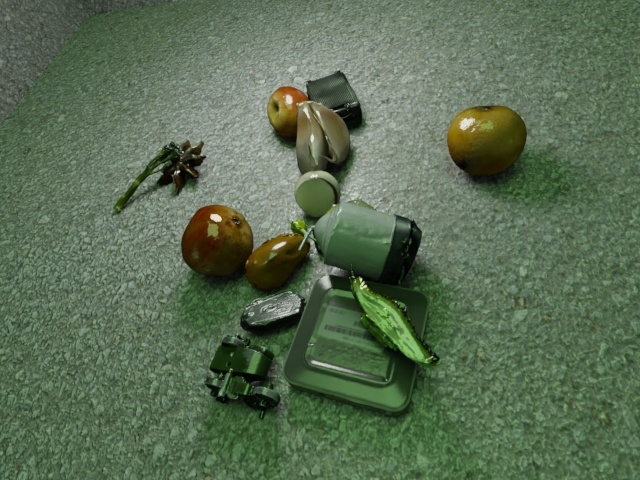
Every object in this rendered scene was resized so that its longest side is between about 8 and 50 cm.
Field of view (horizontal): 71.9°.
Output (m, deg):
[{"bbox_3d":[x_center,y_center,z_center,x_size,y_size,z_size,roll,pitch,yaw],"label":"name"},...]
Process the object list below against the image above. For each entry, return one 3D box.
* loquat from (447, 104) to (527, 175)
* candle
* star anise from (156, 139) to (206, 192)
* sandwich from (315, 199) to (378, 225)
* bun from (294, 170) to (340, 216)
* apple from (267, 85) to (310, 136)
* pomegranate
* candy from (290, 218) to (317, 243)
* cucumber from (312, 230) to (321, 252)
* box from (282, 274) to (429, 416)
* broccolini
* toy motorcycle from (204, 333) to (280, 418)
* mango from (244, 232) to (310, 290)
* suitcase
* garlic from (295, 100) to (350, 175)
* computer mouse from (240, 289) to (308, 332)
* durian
[{"bbox_3d":[0.584,-0.361,1.558,0.262,0.263,0.263,-7,53,9],"label":"loquat"},{"bbox_3d":[0.124,-0.003,1.381,0.342,0.221,0.221,18,58,2],"label":"candle"},{"bbox_3d":[-0.610,-0.331,1.941,0.288,0.088,0.288,-13,57,20],"label":"star anise"},{"bbox_3d":[0.108,-0.080,1.545,0.257,0.096,0.094,-15,39,-14],"label":"sandwich"},{"bbox_3d":[-0.008,-0.182,1.633,0.172,0.173,0.120,-2,29,13],"label":"bun"},{"bbox_3d":[-0.127,-0.558,1.921,0.173,0.210,0.235,-5,58,-29],"label":"apple"},{"bbox_3d":[-0.370,0.010,1.544,0.270,0.229,0.252,-33,55,30],"label":"pomegranate"},{"bbox_3d":[-0.046,-0.022,1.560,0.194,0.062,0.058,37,112,51],"label":"candy"},{"bbox_3d":[0.000,0.000,1.565,0.048,0.048,0.105,-13,56,5],"label":"cucumber"},{"bbox_3d":[0.110,0.289,1.293,0.367,0.090,0.373,8,55,19],"label":"box"},{"bbox_3d":[-0.734,-0.263,1.890,0.392,0.079,0.074,-49,61,4],"label":"broccolini"},{"bbox_3d":[-0.216,0.386,1.290,0.275,0.127,0.205,3,54,24],"label":"toy motorcycle"},{"bbox_3d":[-0.143,0.066,1.503,0.248,0.151,0.156,-34,84,-19],"label":"mango"},{"bbox_3d":[0.057,-0.614,1.956,0.202,0.128,0.312,-19,51,0],"label":"suitcase"},{"bbox_3d":[0.016,-0.373,1.730,0.231,0.246,0.340,-4,46,-8],"label":"garlic"},{"bbox_3d":[-0.144,0.236,1.413,0.231,0.071,0.126,-18,37,-12],"label":"computer mouse"},{"bbox_3d":[0.182,0.211,1.212,0.132,0.107,0.375,-37,56,-12],"label":"durian"}]
